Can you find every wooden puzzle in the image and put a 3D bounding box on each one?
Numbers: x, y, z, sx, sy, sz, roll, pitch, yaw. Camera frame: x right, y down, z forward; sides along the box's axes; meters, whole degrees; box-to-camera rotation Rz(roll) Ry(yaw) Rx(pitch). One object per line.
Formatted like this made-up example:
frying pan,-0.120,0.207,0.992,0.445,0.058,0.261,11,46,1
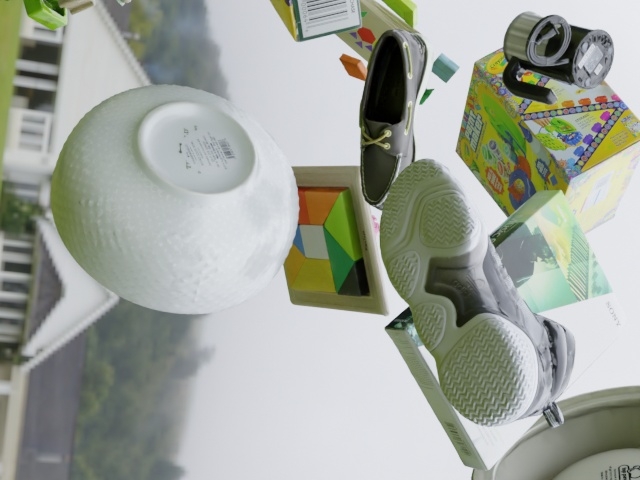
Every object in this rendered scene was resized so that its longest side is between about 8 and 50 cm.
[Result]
wooden puzzle,0.000,0.000,1.850,0.238,0.044,0.221,6,-69,52

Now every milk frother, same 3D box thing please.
milk frother,0.303,-0.272,1.728,0.135,0.129,0.143,27,-28,46

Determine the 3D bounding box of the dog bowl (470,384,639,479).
dog bowl,0.438,0.376,1.876,0.408,0.408,0.150,-145,-145,-70

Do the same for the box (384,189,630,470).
box,0.257,0.114,1.683,0.058,0.322,0.232,-2,-57,57

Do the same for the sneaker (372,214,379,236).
sneaker,0.022,-0.027,1.922,0.170,0.063,0.075,33,-72,40

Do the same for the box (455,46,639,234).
box,0.404,-0.174,2.253,0.279,0.177,0.290,55,-17,24

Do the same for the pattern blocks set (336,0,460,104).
pattern blocks set,0.106,-0.392,2.411,0.026,0.325,0.285,-51,-169,-28

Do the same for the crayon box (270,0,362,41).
crayon box,-0.051,-0.503,1.728,0.313,0.106,0.363,-115,-167,-54

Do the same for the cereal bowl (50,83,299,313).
cereal bowl,-0.180,-0.080,1.666,0.141,0.339,0.339,118,-27,-49

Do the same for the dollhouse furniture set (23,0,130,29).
dollhouse furniture set,-0.391,-0.500,2.137,0.197,0.301,0.151,26,49,-64

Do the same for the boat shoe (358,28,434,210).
boat shoe,0.081,-0.149,1.576,0.081,0.068,0.228,13,-83,36

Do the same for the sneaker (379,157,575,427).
sneaker,0.149,0.056,1.176,0.101,0.153,0.268,-32,-121,24
